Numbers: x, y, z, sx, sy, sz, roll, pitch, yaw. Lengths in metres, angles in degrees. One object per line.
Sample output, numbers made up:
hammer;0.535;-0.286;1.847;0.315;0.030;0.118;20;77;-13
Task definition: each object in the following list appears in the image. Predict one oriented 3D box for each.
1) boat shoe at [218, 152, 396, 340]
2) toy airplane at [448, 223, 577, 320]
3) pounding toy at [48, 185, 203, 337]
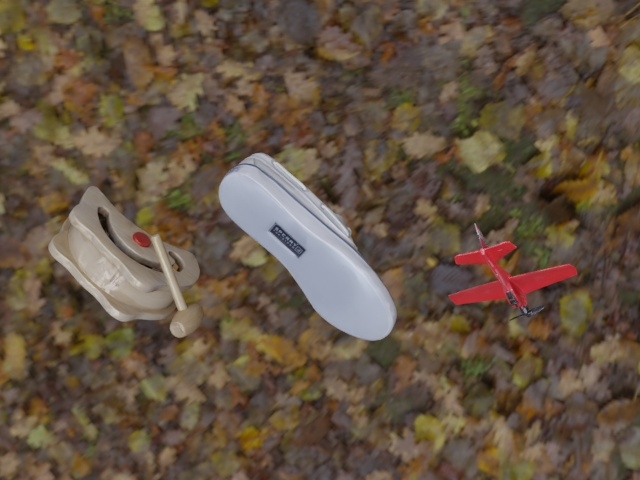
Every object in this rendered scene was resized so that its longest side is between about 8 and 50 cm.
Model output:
boat shoe;0.000;0.000;1.456;0.258;0.084;0.095;49;129;-7
toy airplane;0.202;0.039;1.396;0.151;0.028;0.151;5;137;5
pounding toy;-0.248;0.017;1.844;0.269;0.154;0.155;44;118;8
